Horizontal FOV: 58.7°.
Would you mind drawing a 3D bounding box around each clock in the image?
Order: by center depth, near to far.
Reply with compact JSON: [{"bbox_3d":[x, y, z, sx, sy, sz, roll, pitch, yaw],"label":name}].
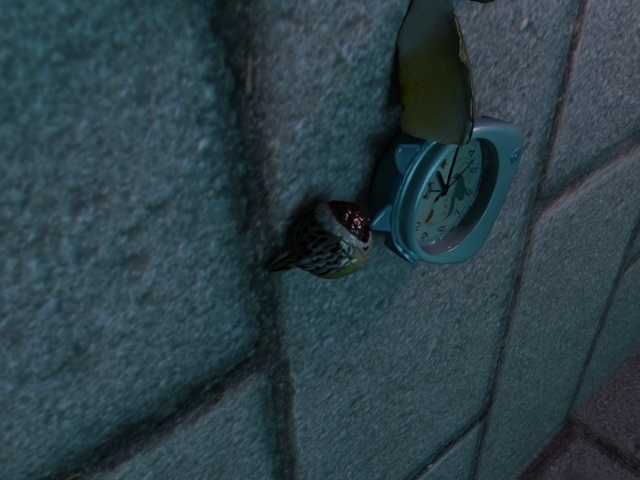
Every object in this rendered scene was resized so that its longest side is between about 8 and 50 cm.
[{"bbox_3d":[0.167,-0.079,0.813,0.274,0.094,0.223,0,116,-43],"label":"clock"}]

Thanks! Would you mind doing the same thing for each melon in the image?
[{"bbox_3d":[0.145,-0.213,0.718,0.139,0.093,0.202,-28,109,-67],"label":"melon"}]

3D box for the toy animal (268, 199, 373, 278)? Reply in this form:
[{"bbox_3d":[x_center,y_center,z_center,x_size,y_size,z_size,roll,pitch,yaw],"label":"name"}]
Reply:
[{"bbox_3d":[0.000,0.000,0.702,0.137,0.098,0.098,-13,128,-13],"label":"toy animal"}]

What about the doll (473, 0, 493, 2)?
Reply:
[{"bbox_3d":[0.256,-0.434,0.666,0.203,0.091,0.285,-18,131,-25],"label":"doll"}]
